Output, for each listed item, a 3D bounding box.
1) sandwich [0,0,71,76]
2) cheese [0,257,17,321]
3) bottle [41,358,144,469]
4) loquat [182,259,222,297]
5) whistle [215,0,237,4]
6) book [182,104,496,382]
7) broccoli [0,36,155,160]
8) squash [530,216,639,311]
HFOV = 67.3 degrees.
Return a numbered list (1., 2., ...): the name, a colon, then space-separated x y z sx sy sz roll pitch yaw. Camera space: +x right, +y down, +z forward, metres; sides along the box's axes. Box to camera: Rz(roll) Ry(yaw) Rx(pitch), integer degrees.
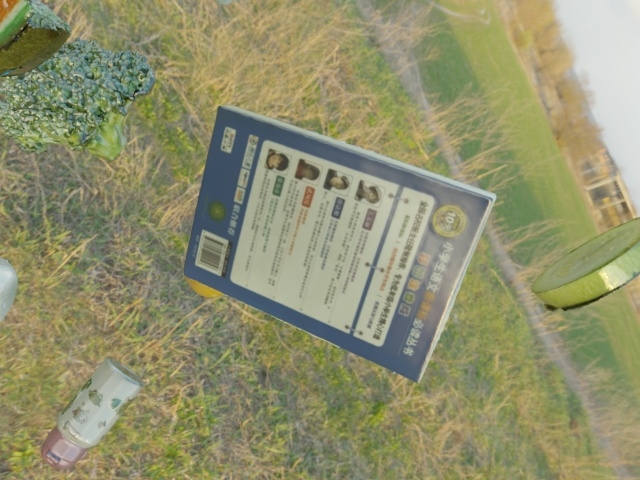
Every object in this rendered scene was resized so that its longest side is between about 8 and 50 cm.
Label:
1. sandwich: -0.414 -0.258 0.566 0.079 0.235 0.159 -16 88 -74
2. cheese: -0.895 0.123 1.267 0.189 0.198 0.154 28 14 18
3. bottle: -0.547 0.415 1.141 0.120 0.120 0.253 46 73 -29
4. loquat: -0.379 0.097 1.691 0.208 0.208 0.208 34 45 -41
5. whistle: -0.114 -0.341 0.648 0.100 0.035 0.035 -42 106 -44
6. book: 0.000 0.000 0.724 0.039 0.428 0.300 -31 141 -66
7. broccoli: -0.490 -0.281 1.005 0.245 0.288 0.248 105 -7 -72
8. squash: 0.438 0.031 0.767 0.041 0.219 0.219 52 32 3
